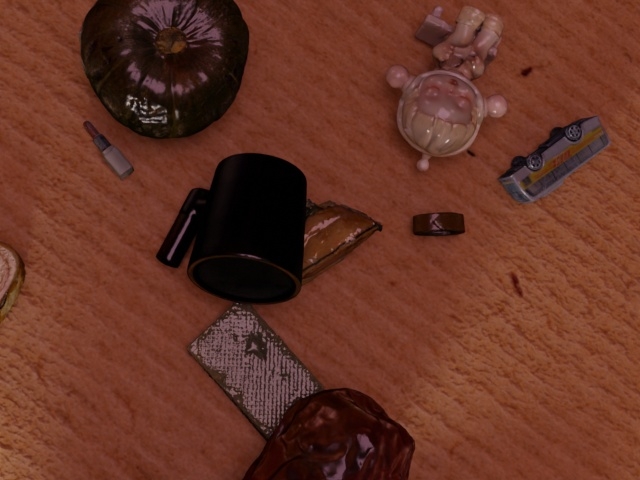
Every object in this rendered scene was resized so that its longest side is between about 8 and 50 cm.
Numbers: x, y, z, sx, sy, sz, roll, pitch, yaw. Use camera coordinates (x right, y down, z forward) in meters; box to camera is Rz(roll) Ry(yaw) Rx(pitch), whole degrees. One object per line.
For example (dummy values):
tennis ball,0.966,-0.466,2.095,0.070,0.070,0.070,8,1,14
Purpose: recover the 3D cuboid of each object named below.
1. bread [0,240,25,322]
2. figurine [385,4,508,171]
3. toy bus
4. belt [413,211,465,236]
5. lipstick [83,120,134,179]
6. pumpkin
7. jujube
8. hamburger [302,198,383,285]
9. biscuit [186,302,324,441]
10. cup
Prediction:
bread,-0.507,0.064,1.652,0.122,0.073,0.149,26,77,-2
figurine,0.194,-0.240,1.805,0.182,0.144,0.257,30,73,-25
toy bus,0.383,-0.133,1.850,0.190,0.064,0.075,-37,100,-14
belt,0.189,-0.027,1.796,0.083,0.059,0.036,-2,81,-9
lipstick,-0.331,-0.143,1.744,0.025,0.025,0.107,-39,82,-14
pumpkin,-0.229,-0.281,1.702,0.260,0.189,0.260,1,82,-10
jujube,-0.025,0.366,1.623,0.216,0.216,0.342,43,84,0
hamburger,0.001,-0.007,1.754,0.176,0.087,0.102,-34,69,-3
biscuit,-0.096,0.197,1.717,0.121,0.040,0.199,-43,90,-15
cup,-0.136,-0.021,1.666,0.239,0.166,0.177,3,64,8
